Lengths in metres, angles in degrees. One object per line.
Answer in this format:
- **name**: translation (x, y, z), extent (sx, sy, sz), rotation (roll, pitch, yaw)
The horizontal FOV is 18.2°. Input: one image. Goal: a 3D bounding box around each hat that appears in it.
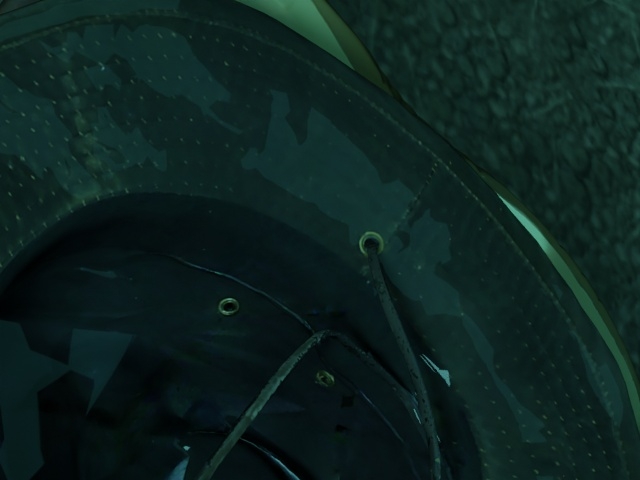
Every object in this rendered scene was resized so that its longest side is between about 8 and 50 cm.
- **hat**: translation (-0.050, 0.079, 0.712), extent (0.331, 0.134, 0.331), rotation (9, 69, -26)

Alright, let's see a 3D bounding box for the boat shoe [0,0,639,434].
- **boat shoe**: translation (0.000, 0.000, 0.836), extent (0.123, 0.123, 0.342), rotation (-49, 117, -12)
